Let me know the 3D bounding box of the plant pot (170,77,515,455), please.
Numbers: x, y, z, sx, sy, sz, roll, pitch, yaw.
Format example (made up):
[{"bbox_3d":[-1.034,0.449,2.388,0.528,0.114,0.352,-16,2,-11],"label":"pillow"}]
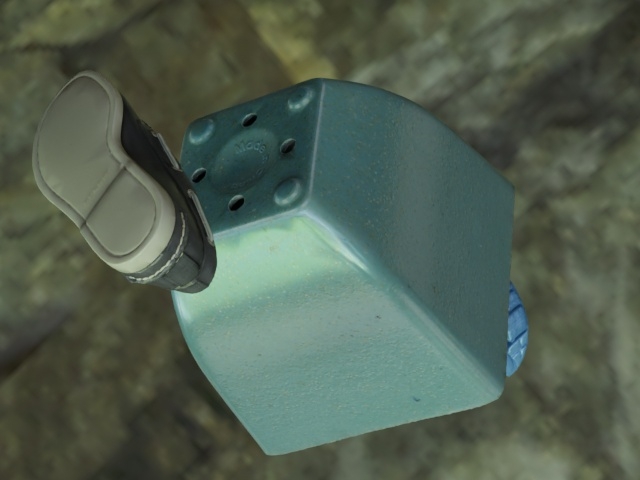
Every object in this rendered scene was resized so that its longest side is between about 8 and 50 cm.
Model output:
[{"bbox_3d":[0.000,0.000,1.696,0.247,0.252,0.247,-16,-134,28],"label":"plant pot"}]

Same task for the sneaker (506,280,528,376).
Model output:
[{"bbox_3d":[0.157,0.047,1.934,0.067,0.188,0.078,-20,173,0],"label":"sneaker"}]

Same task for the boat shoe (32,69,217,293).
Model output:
[{"bbox_3d":[-0.118,-0.033,1.178,0.075,0.065,0.206,-48,-143,10],"label":"boat shoe"}]
